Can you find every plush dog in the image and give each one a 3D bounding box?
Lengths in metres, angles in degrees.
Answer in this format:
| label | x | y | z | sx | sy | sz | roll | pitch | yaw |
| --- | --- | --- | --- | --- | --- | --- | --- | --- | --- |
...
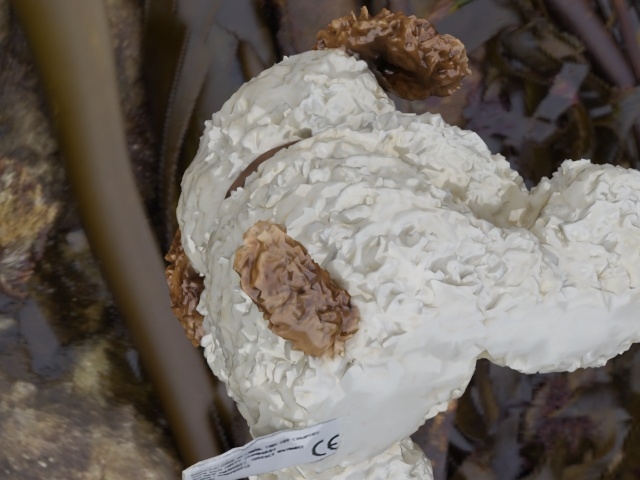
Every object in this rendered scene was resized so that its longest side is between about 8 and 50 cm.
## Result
| label | x | y | z | sx | sy | sz | roll | pitch | yaw |
| --- | --- | --- | --- | --- | --- | --- | --- | --- | --- |
| plush dog | 0.000 | 0.000 | 0.551 | 0.262 | 0.225 | 0.211 | -47 | 131 | 13 |
